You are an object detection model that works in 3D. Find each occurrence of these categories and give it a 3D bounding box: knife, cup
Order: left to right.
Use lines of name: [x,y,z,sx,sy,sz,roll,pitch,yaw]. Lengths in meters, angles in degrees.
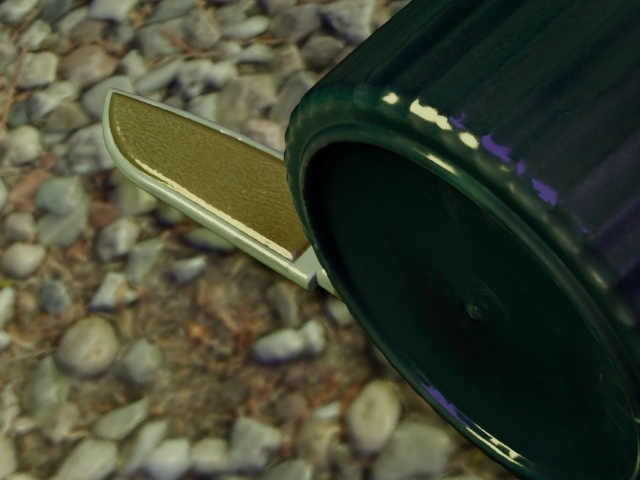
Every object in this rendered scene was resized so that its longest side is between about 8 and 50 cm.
knife: [0.001,-0.001,0.815,0.343,0.027,0.061,30,66,28]
cup: [0.179,-0.034,0.659,0.292,0.242,0.308,-39,71,-20]
